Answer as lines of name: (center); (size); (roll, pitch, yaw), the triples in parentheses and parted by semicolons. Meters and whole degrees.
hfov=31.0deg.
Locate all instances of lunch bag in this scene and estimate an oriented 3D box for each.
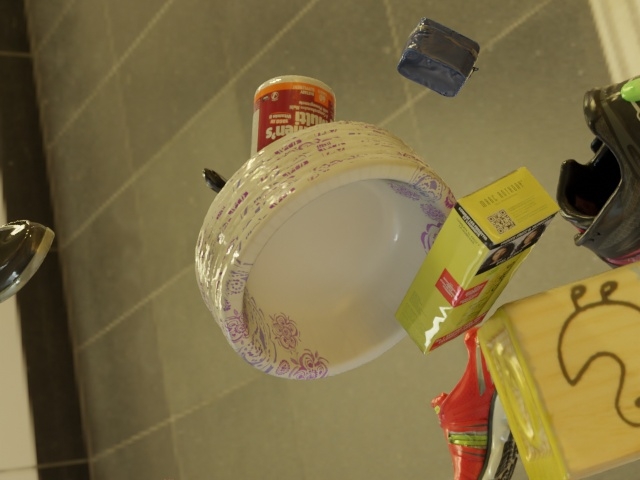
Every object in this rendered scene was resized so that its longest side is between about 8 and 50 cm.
lunch bag: (0.153, -0.232, 1.454); (0.065, 0.098, 0.067); (-66, 5, -24)

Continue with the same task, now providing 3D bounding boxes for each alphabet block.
alphabet block: (0.298, 0.139, 1.218); (0.193, 0.197, 0.192); (91, 160, -75)

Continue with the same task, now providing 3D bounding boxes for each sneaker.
sneaker: (0.409, -0.043, 1.505); (0.482, 0.202, 0.185); (77, -166, -46)
sneaker: (-0.387, 0.011, 1.220); (0.222, 0.118, 0.083); (-20, 39, 35)
sneaker: (0.193, 0.240, 1.472); (0.118, 0.107, 0.278); (17, 95, 24)

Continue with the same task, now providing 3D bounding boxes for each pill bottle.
pill bottle: (-0.040, -0.113, 1.647); (0.121, 0.121, 0.221); (-33, 49, 53)

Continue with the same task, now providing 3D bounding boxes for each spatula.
spatula: (-0.128, -0.057, 1.656); (0.084, 0.030, 0.296); (60, 179, 15)

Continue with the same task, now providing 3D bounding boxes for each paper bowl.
paper bowl: (0.000, 0.000, 1.256); (0.148, 0.284, 0.284); (53, 133, 45)

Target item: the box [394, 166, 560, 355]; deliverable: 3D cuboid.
box: (0.147, 0.025, 1.130); (0.058, 0.087, 0.232); (54, 152, 19)
